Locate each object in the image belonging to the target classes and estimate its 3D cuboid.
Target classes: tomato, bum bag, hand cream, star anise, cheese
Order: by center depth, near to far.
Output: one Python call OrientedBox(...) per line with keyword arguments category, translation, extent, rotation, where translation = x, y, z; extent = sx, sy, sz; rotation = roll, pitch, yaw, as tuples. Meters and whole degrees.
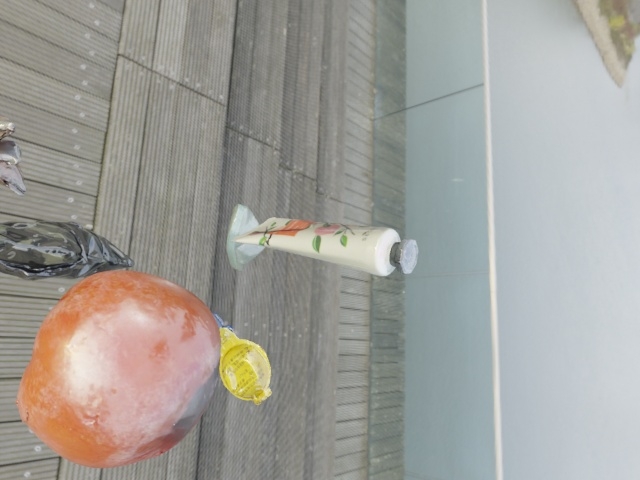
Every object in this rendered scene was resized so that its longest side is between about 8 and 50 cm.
OrientedBox(category="tomato", translation=(-0.206, 0.139, 0.521), extent=(0.184, 0.208, 0.208), rotation=(22, 64, -10))
OrientedBox(category="hand cream", translation=(0.000, 0.000, 0.546), extent=(0.080, 0.233, 0.050), rotation=(-32, 122, -44))
OrientedBox(category="star anise", translation=(-0.466, -0.138, 0.617), extent=(0.183, 0.195, 0.065), rotation=(92, 7, -49))
OrientedBox(category="bum bag", translation=(-0.395, 0.015, 0.724), extent=(0.143, 0.340, 0.095), rotation=(6, 84, -4))
OrientedBox(category="cheese", translation=(-0.209, 0.290, 1.178), extent=(0.250, 0.156, 0.064), rotation=(50, 20, 12))

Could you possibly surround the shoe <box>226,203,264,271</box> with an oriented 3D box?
OrientedBox(category="shoe", translation=(-0.190, 0.003, 1.252), extent=(0.100, 0.251, 0.103), rotation=(13, 58, -2))
